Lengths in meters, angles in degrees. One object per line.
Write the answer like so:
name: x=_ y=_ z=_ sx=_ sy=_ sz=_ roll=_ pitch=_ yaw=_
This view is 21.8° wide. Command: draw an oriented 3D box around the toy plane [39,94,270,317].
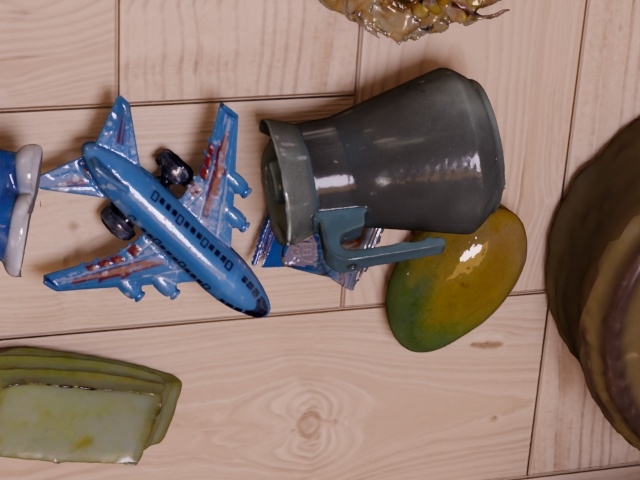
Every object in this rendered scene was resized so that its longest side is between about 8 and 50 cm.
toy plane: x=-0.148 y=-0.014 z=1.663 sx=0.254 sy=0.105 sz=0.271 roll=-43 pitch=121 yaw=6

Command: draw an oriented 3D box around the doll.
doll: x=-0.385 y=-0.048 z=1.537 sx=0.256 sy=0.215 sz=0.161 roll=14 pitch=140 yaw=-14

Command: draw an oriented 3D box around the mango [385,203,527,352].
mango: x=0.143 y=0.041 z=1.799 sx=0.130 sy=0.092 sz=0.195 roll=16 pitch=118 yaw=-26

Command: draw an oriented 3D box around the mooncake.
mooncake: x=0.455 y=0.052 z=1.820 sx=0.393 sy=0.246 sz=0.394 roll=-32 pitch=117 yaw=6

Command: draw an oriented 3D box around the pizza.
pizza: x=0.098 y=-0.259 z=1.648 sx=0.226 sy=0.069 sz=0.147 roll=28 pitch=101 yaw=-27

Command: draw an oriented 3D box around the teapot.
teapot: x=0.061 y=-0.063 z=1.658 sx=0.225 sy=0.203 sz=0.171 roll=-11 pitch=143 yaw=-8

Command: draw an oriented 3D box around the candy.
candy: x=0.000 y=0.001 z=1.760 sx=0.136 sy=0.038 sz=0.088 roll=15 pitch=97 yaw=-26

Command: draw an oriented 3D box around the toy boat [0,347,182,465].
toy boat: x=-0.276 y=0.172 z=1.724 sx=0.276 sy=0.084 sz=0.111 roll=12 pitch=113 yaw=-24
